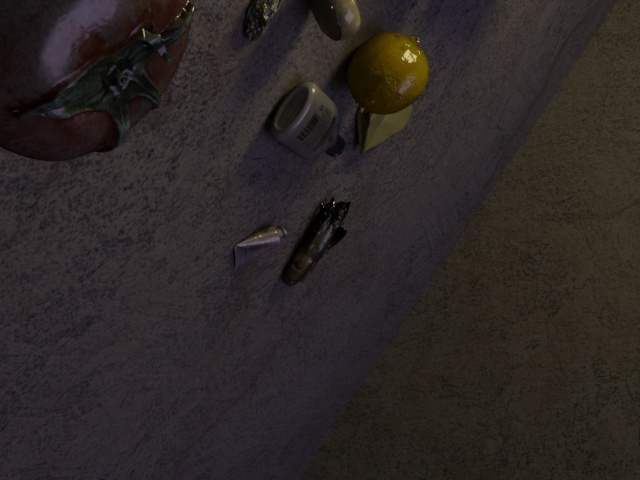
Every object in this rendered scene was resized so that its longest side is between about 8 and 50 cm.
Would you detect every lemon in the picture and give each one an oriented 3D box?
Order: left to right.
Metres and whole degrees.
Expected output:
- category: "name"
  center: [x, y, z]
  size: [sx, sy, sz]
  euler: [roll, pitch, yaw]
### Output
- category: "lemon"
  center: [0.145, -0.363, 1.979]
  size: [0.206, 0.173, 0.173]
  euler: [-48, 158, -24]

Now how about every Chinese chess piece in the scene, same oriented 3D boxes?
- category: "Chinese chess piece"
  center: [0.026, -0.434, 1.688]
  size: [0.051, 0.122, 0.122]
  euler: [-30, 153, -12]

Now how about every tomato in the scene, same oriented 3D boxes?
- category: "tomato"
  center: [-0.302, -0.249, 1.035]
  size: [0.317, 0.282, 0.317]
  euler: [-45, 160, -21]

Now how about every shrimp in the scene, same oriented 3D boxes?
- category: "shrimp"
  center: [0.006, 0.005, 2.378]
  size: [0.289, 0.075, 0.178]
  euler: [-63, 166, 16]

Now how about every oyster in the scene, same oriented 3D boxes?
- category: "oyster"
  center: [-0.091, -0.402, 1.602]
  size: [0.098, 0.037, 0.100]
  euler: [-38, 153, -37]

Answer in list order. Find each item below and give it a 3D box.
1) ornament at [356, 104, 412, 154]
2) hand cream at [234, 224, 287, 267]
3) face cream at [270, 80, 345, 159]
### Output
- category: "ornament"
  center: [0.143, -0.294, 2.249]
  size: [0.180, 0.059, 0.201]
  euler: [-60, 156, 14]
- category: "hand cream"
  center: [-0.142, 0.006, 2.100]
  size: [0.142, 0.053, 0.084]
  euler: [-28, 149, -22]
- category: "face cream"
  center: [-0.012, -0.244, 1.958]
  size: [0.144, 0.071, 0.291]
  euler: [-56, 158, 4]
